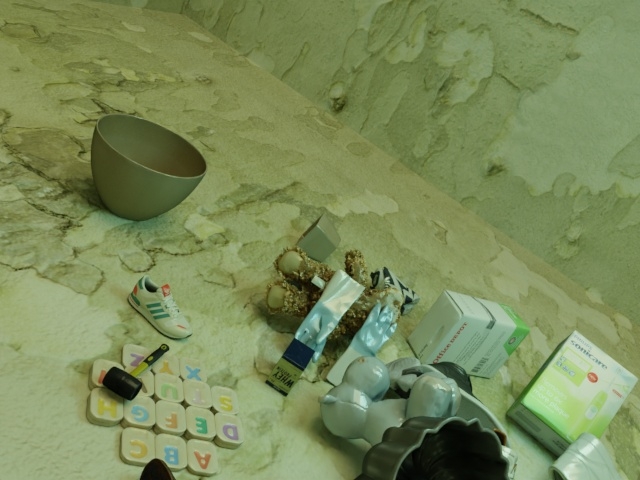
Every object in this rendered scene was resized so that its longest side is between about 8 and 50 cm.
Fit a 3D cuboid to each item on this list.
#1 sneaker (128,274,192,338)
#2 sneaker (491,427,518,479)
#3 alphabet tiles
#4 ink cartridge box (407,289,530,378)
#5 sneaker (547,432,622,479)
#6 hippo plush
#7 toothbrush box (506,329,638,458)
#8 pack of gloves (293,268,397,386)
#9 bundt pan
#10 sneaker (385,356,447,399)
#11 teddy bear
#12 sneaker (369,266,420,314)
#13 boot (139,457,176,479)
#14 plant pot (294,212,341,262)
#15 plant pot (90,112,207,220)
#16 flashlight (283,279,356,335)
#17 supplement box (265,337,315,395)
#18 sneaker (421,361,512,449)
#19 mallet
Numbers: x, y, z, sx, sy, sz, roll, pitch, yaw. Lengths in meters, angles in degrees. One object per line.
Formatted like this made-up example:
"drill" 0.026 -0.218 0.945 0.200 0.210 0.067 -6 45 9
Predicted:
"sneaker" -0.324 0.135 1.360 0.161 0.075 0.057 37 24 13
"sneaker" 0.362 0.507 1.400 0.106 0.123 0.290 32 25 -5
"alphabet tiles" -0.273 0.293 1.182 0.284 0.021 0.278 20 26 -26
"ink cartridge box" 0.412 0.265 1.835 0.273 0.198 0.114 16 28 -32
"sneaker" 0.649 0.627 1.554 0.169 0.108 0.292 -28 82 -25
"hippo plush" 0.125 0.372 1.338 0.237 0.294 0.234 21 -23 31
"toothbrush box" 0.674 0.419 1.764 0.206 0.122 0.283 41 63 16
"pack of gloves" 0.063 0.208 1.507 0.195 0.232 0.046 35 -19 -3
"bundt pan" 0.174 0.449 1.111 0.331 0.330 0.124 13 -7 -37
"sneaker" 0.229 0.372 1.535 0.101 0.153 0.269 -23 11 -17
"teddy bear" 0.028 0.138 1.597 0.338 0.244 0.113 4 -12 -14
"sneaker" 0.182 0.146 1.926 0.153 0.094 0.235 42 26 27
"boot" -0.199 0.425 0.978 0.106 0.082 0.219 40 8 -44
"plant pot" 0.000 0.000 1.988 0.096 0.109 0.109 42 23 -6
"plant pot" -0.452 -0.161 1.644 0.284 0.190 0.284 26 23 -12
"flashlight" 0.048 0.166 1.721 0.304 0.103 0.103 34 -3 7
"supplement box" -0.064 0.269 1.400 0.056 0.083 0.083 33 24 3
"sneaker" 0.368 0.404 1.629 0.296 0.104 0.147 43 23 21
"mallet" -0.330 0.224 1.191 0.062 0.039 0.189 27 17 -2
